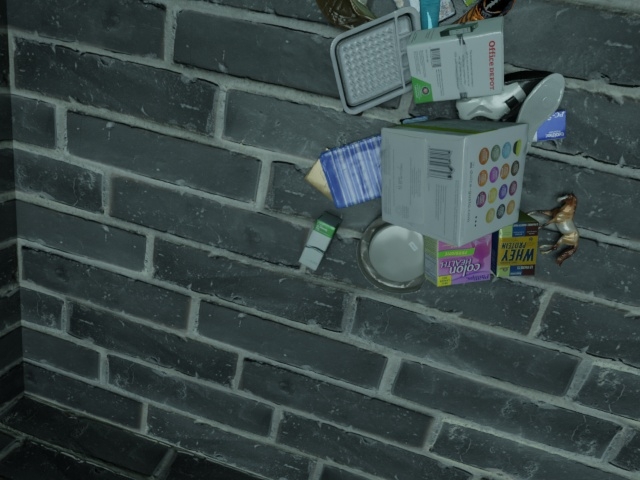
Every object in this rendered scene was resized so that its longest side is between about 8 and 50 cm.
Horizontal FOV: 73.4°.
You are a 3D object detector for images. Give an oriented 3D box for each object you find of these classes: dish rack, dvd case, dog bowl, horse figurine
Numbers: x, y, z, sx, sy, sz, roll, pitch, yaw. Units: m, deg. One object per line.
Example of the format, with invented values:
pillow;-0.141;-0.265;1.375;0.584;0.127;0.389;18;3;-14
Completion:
dish rack;0.193;-0.623;1.490;0.333;0.072;0.285;-26;133;-7
dvd case;0.339;-0.862;1.479;0.181;0.022;0.252;-21;110;18
dog bowl;0.326;0.041;1.754;0.349;0.102;0.348;4;109;11
horse figurine;0.900;-0.039;1.618;0.175;0.066;0.263;-21;100;24

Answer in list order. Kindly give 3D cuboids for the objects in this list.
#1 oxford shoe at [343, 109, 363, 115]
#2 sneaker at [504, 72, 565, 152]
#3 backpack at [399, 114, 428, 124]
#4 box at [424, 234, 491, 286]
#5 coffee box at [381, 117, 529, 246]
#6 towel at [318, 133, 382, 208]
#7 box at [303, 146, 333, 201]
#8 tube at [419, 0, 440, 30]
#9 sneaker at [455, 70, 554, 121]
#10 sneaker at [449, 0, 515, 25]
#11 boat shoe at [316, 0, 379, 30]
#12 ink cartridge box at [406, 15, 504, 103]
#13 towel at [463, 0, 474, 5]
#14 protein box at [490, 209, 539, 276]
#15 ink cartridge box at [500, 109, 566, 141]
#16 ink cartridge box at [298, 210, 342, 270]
oxford shoe;0.167;-0.579;1.611;0.096;0.082;0.227;15;110;-17
sneaker;0.691;-0.426;1.430;0.105;0.146;0.295;16;128;0
backpack;0.357;-0.402;1.607;0.105;0.084;0.114;-8;108;6
box;0.512;0.030;1.607;0.214;0.117;0.242;-6;106;-10
coffee box;0.440;-0.219;1.445;0.338;0.335;0.337;24;124;49
towel;0.184;-0.279;1.699;0.336;0.040;0.243;-16;103;12
box;0.058;-0.258;1.760;0.201;0.021;0.164;38;111;-1
tube;0.377;-0.771;1.480;0.080;0.052;0.206;-1;110;6
sneaker;0.645;-0.498;1.509;0.331;0.122;0.146;-10;120;18
sneaker;0.508;-0.721;1.420;0.125;0.180;0.321;41;112;-2
boat shoe;0.114;-0.805;1.530;0.302;0.098;0.109;35;125;-2
ink cartridge box;0.450;-0.586;1.413;0.290;0.121;0.211;2;138;24
towel;0.505;-0.855;1.469;0.060;0.009;0.083;-33;98;19
protein box;0.697;0.004;1.597;0.136;0.199;0.201;-3;108;5
ink cartridge box;0.759;-0.404;1.539;0.207;0.046;0.097;-4;107;14
ink cartridge box;0.000;0.000;1.787;0.087;0.153;0.208;26;111;4
